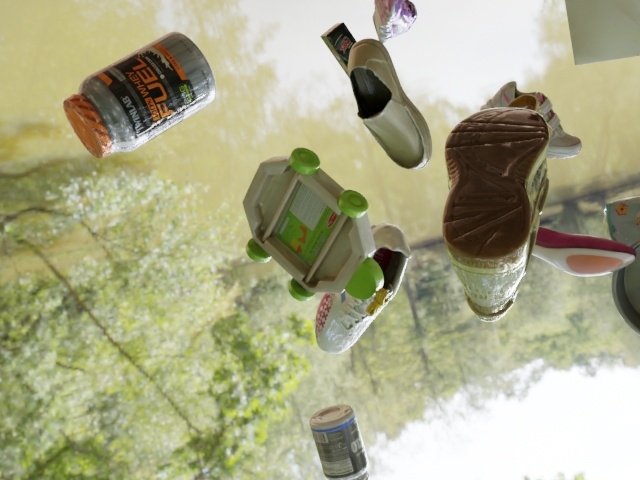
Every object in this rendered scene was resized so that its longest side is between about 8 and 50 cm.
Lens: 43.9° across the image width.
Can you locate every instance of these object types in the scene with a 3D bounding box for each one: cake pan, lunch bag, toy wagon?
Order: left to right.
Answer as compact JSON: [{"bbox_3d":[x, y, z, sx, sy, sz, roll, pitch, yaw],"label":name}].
[{"bbox_3d":[0.000,0.000,1.476,0.068,0.344,0.267,-35,161,-46],"label":"toy wagon"},{"bbox_3d":[0.851,-0.029,2.055,0.223,0.160,0.262,-7,170,17],"label":"lunch bag"},{"bbox_3d":[0.821,0.105,1.809,0.293,0.293,0.054,-17,-170,32],"label":"cake pan"}]

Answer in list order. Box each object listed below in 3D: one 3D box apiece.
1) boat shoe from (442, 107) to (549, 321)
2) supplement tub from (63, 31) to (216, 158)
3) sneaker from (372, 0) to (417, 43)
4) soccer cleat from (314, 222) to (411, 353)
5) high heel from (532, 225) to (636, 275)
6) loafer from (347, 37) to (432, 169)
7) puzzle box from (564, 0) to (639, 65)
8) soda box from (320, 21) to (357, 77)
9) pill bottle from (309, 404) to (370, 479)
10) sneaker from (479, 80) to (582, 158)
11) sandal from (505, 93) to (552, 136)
[{"bbox_3d":[0.173,-0.043,0.799,0.104,0.089,0.285,4,-142,20],"label":"boat shoe"},{"bbox_3d":[-0.413,-0.330,1.823,0.316,0.194,0.193,-37,-174,-24],"label":"supplement tub"},{"bbox_3d":[0.187,-0.560,1.935,0.104,0.095,0.236,-14,175,0],"label":"sneaker"},{"bbox_3d":[0.085,0.119,1.677,0.116,0.331,0.143,19,-162,-21],"label":"soccer cleat"},{"bbox_3d":[0.560,-0.021,1.895,0.377,0.181,0.127,3,147,28],"label":"high heel"},{"bbox_3d":[0.117,-0.236,1.466,0.101,0.269,0.092,-15,-155,38],"label":"loafer"},{"bbox_3d":[0.570,-0.429,1.192,0.408,0.272,0.052,-1,-158,36],"label":"puzzle box"},{"bbox_3d":[0.073,-0.417,1.826,0.053,0.169,0.060,-40,-160,-4],"label":"soda box"},{"bbox_3d":[0.035,0.348,1.306,0.078,0.137,0.078,-15,-171,2],"label":"pill bottle"},{"bbox_3d":[0.505,-0.282,1.850,0.111,0.252,0.103,-62,179,37],"label":"sneaker"},{"bbox_3d":[0.380,-0.232,1.482,0.088,0.079,0.240,34,-145,29],"label":"sandal"}]
